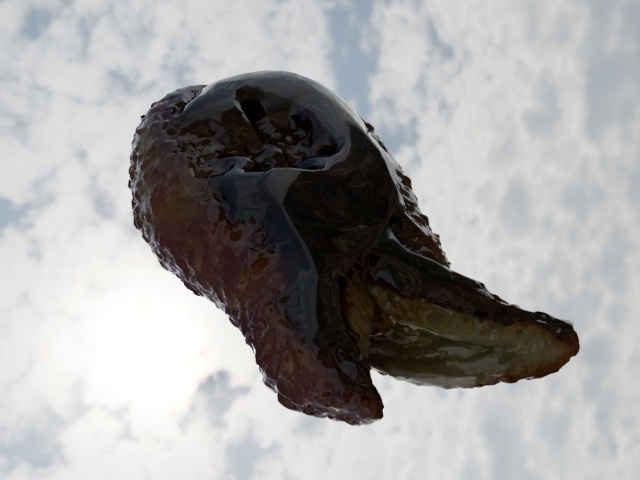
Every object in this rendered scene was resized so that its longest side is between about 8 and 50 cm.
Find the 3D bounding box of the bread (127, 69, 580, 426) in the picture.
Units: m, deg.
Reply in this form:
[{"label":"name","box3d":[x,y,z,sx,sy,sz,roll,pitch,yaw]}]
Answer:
[{"label":"bread","box3d":[-0.009,-0.001,0.540,0.139,0.269,0.095,-10,-49,-24]}]
